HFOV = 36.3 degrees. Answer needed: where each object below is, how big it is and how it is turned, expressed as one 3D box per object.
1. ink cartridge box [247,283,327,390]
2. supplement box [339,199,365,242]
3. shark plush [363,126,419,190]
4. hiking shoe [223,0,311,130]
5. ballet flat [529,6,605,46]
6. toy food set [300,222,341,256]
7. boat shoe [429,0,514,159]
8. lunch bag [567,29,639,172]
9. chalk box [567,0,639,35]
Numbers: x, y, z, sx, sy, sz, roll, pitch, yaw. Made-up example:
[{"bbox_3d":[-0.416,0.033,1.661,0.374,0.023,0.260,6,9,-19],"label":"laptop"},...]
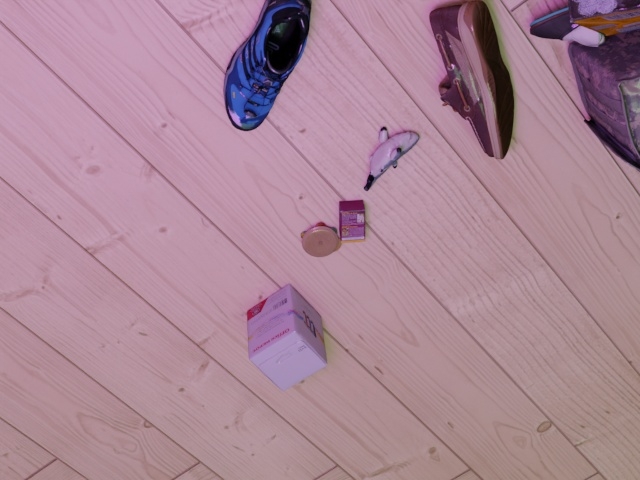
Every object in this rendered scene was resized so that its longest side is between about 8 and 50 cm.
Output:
[{"bbox_3d":[-0.076,0.215,2.161,0.128,0.176,0.127,-32,120,16],"label":"ink cartridge box"},{"bbox_3d":[0.067,-0.040,2.086,0.055,0.043,0.083,-3,124,-3],"label":"supplement box"},{"bbox_3d":[0.142,-0.157,2.012,0.067,0.073,0.161,1,124,-43],"label":"shark plush"},{"bbox_3d":[-0.107,-0.327,1.826,0.113,0.132,0.304,16,121,-15],"label":"hiking shoe"},{"bbox_3d":[0.527,-0.421,1.808,0.280,0.095,0.096,-25,86,29],"label":"ballet flat"},{"bbox_3d":[0.000,0.000,2.120,0.083,0.020,0.082,-21,123,9],"label":"toy food set"},{"bbox_3d":[0.291,-0.307,1.905,0.123,0.123,0.342,1,135,30],"label":"boat shoe"},{"bbox_3d":[0.613,-0.248,1.885,0.169,0.235,0.287,-23,122,3],"label":"lunch bag"},{"bbox_3d":[0.524,-0.514,1.649,0.180,0.179,0.288,-3,90,35],"label":"chalk box"}]
